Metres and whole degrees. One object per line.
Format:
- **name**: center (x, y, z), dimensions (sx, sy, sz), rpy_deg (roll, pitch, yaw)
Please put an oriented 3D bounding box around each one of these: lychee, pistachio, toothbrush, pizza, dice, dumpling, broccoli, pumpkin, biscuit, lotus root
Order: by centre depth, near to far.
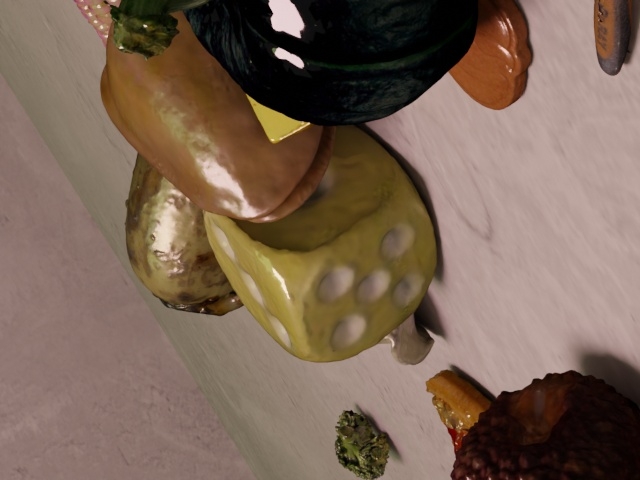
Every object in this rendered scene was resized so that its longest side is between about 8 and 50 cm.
- **toothbrush**: center (0.161, -0.191, 0.686), dimensions (0.023, 0.031, 0.321), rpy_deg (57, 171, 32)
- **pumpkin**: center (-0.030, -0.185, 0.860), dimensions (0.248, 0.248, 0.248), rpy_deg (50, 163, 21)
- **biscuit**: center (0.109, -0.146, 0.939), dimensions (0.102, 0.019, 0.130), rpy_deg (46, 161, 28)
- **lychee**: center (0.201, 0.207, 1.074), dimensions (0.188, 0.188, 0.188), rpy_deg (50, 163, 21)
- **pistachio**: center (-0.079, -0.141, 1.188), dimensions (0.260, 0.213, 0.163), rpy_deg (45, -161, 23)
- **dice**: center (0.000, 0.000, 1.272), dimensions (0.166, 0.169, 0.169), rpy_deg (44, 160, 38)
- **lotus root**: center (-0.114, -0.072, 1.375), dimensions (0.173, 0.173, 0.309), rpy_deg (39, 121, 46)
- **dumpling**: center (0.052, 0.063, 1.421), dimensions (0.169, 0.100, 0.134), rpy_deg (19, -178, 31)
- **pizza**: center (0.182, 0.244, 1.428), dimensions (0.188, 0.062, 0.199), rpy_deg (45, 162, 41)
- **broccoli**: center (0.055, 0.282, 1.849), dimensions (0.095, 0.097, 0.092), rpy_deg (5, 141, 30)

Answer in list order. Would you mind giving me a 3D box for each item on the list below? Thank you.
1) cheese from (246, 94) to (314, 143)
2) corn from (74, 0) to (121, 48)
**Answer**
- **cheese**: center (0.023, -0.163, 1.048), dimensions (0.093, 0.126, 0.171), rpy_deg (61, 147, 0)
- **corn**: center (-0.186, -0.249, 1.371), dimensions (0.126, 0.126, 0.335), rpy_deg (43, 168, 37)
